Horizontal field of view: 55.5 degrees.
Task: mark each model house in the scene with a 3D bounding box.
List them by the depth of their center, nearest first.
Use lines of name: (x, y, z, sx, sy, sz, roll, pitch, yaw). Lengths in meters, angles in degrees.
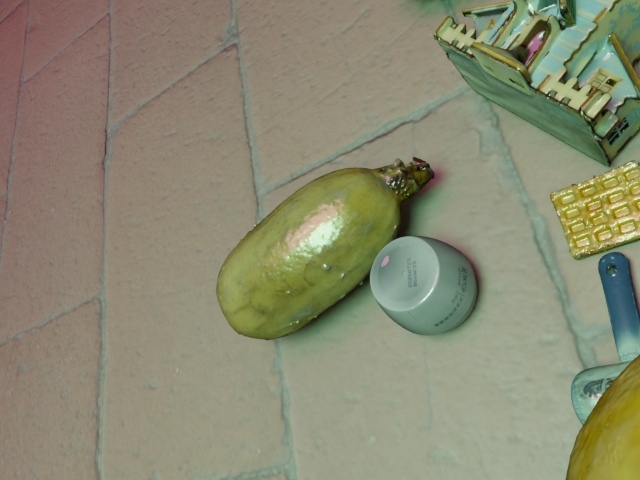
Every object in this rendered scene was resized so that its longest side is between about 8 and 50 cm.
model house: (0.290, -0.245, 0.693, 0.206, 0.178, 0.271, -49, 47, 8)

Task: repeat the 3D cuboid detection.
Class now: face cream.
face cream: (0.124, 0.053, 0.732, 0.117, 0.104, 0.117, -16, 61, 32)

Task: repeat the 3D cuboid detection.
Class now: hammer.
hammer: (0.306, 0.097, 0.611, 0.116, 0.069, 0.193, -17, 54, 31)

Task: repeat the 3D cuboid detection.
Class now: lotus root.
lotus root: (0.000, 0.000, 0.807, 0.343, 0.169, 0.151, -42, 93, 17)

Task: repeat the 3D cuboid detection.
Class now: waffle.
waffle: (0.332, -0.039, 0.669, 0.135, 0.021, 0.092, -24, 58, 27)

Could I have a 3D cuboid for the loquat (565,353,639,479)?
loquat: (0.330, 0.192, 0.386, 0.329, 0.328, 0.328, -15, 63, 32)
